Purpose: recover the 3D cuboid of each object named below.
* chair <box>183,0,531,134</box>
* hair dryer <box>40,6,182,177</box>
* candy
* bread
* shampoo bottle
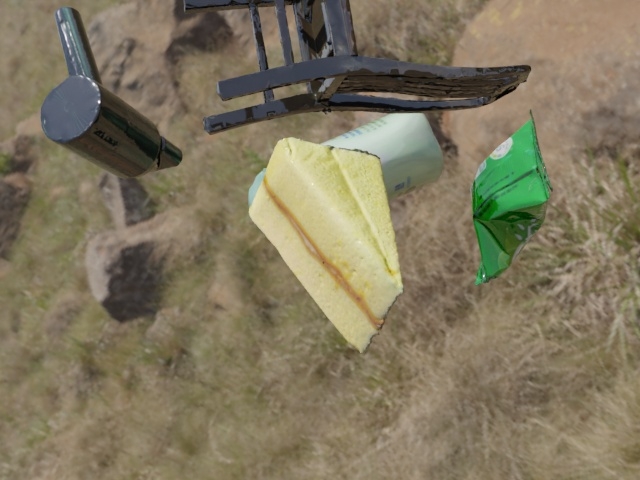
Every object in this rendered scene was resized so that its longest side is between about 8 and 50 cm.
[{"bbox_3d":[0.026,-0.135,0.563,0.084,0.212,0.101,146,114,-73],"label":"chair"},{"bbox_3d":[-0.361,-0.249,1.459,0.116,0.244,0.302,-25,67,14],"label":"hair dryer"},{"bbox_3d":[0.233,-0.049,1.104,0.203,0.078,0.141,110,153,-48],"label":"candy"},{"bbox_3d":[0.002,0.003,1.203,0.264,0.163,0.168,-97,23,-45],"label":"bread"},{"bbox_3d":[0.037,-0.110,1.578,0.349,0.151,0.222,-24,1,-9],"label":"shampoo bottle"}]
